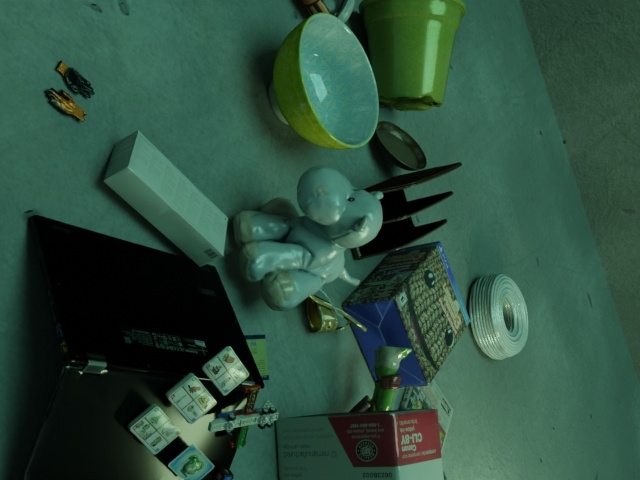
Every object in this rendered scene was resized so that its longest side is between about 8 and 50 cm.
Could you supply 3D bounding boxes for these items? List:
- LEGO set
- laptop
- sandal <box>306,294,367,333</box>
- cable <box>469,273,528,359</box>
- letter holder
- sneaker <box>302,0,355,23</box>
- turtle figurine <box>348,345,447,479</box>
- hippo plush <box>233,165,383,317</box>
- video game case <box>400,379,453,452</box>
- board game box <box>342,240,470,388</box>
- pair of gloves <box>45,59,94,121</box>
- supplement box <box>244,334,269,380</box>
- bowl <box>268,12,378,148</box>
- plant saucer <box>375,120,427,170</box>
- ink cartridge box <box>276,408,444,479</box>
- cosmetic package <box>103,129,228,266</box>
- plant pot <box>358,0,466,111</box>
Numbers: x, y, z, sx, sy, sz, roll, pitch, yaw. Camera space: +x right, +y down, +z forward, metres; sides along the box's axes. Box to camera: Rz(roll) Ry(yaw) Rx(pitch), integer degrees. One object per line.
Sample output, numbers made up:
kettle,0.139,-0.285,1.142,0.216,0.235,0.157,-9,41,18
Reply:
LEGO set,-0.168,0.279,1.179,0.182,0.060,0.244,-39,132,-13
laptop,-0.305,0.224,1.191,0.382,0.236,0.408,21,34,-50
sandal,-0.009,0.153,1.597,0.240,0.088,0.079,40,80,-32
cable,0.535,0.228,2.295,0.257,0.089,0.257,58,39,-25
letter holder,0.222,-0.079,1.845,0.302,0.214,0.152,-25,100,-55
sneaker,0.022,-0.672,1.827,0.180,0.124,0.321,42,48,-41
turtle figurine,0.177,0.363,1.595,0.197,0.274,0.266,26,66,-55
hippo plush,0.000,0.000,1.428,0.294,0.236,0.234,41,39,-9
video game case,0.264,0.435,1.915,0.201,0.023,0.183,57,40,-28
board game box,0.211,0.174,1.817,0.291,0.141,0.232,-43,114,-51
pair of gloves,-0.395,-0.235,1.211,0.074,0.010,0.083,39,47,-40
supplement box,-0.142,0.215,1.385,0.083,0.056,0.083,7,74,-53
bowl,-0.017,-0.321,1.637,0.289,0.156,0.290,22,63,-50
plant saucer,0.202,-0.238,1.979,0.168,0.029,0.168,27,37,-22
ink cartridge box,0.078,0.512,1.407,0.160,0.279,0.385,11,71,-52
cosmetic package,-0.255,-0.066,1.297,0.239,0.060,0.099,47,30,-35
plant pot,0.230,-0.472,1.970,0.276,0.276,0.254,3,89,-54
